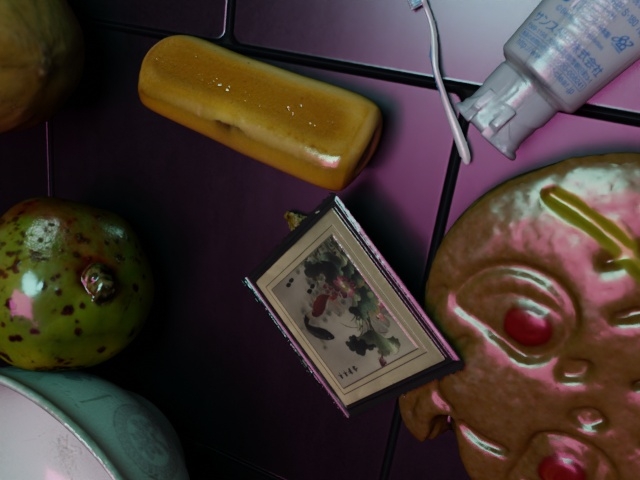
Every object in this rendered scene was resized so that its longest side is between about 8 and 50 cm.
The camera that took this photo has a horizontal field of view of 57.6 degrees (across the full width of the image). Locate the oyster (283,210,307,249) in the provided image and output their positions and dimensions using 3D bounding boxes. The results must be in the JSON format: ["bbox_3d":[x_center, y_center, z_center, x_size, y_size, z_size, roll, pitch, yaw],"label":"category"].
[{"bbox_3d":[-0.001,0.003,0.592,0.093,0.034,0.052,13,103,26],"label":"oyster"}]

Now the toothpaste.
[{"bbox_3d":[0.226,-0.185,0.410,0.114,0.073,0.299,47,112,6],"label":"toothpaste"}]

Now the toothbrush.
[{"bbox_3d":[0.106,-0.144,0.505,0.017,0.014,0.162,-19,97,14],"label":"toothbrush"}]

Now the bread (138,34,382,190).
[{"bbox_3d":[-0.059,-0.123,0.552,0.239,0.074,0.093,25,79,17],"label":"bread"}]

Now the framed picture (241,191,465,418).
[{"bbox_3d":[0.019,0.078,0.580,0.199,0.010,0.195,53,138,5],"label":"framed picture"}]

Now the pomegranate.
[{"bbox_3d":[-0.292,0.047,0.677,0.198,0.246,0.199,0,92,-10],"label":"pomegranate"}]

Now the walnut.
[{"bbox_3d":[-0.382,-0.210,0.618,0.297,0.203,0.203,19,114,37],"label":"walnut"}]

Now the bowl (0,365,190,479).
[{"bbox_3d":[-0.299,0.314,0.736,0.434,0.196,0.436,8,109,24],"label":"bowl"}]

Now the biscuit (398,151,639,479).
[{"bbox_3d":[0.226,0.131,0.501,0.350,0.070,0.395,-20,97,29],"label":"biscuit"}]
